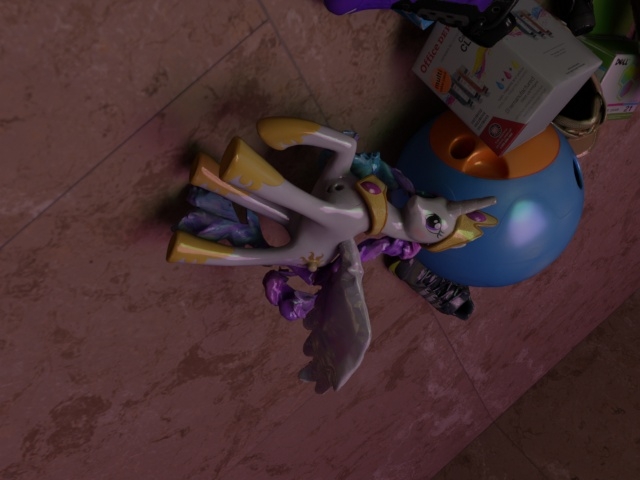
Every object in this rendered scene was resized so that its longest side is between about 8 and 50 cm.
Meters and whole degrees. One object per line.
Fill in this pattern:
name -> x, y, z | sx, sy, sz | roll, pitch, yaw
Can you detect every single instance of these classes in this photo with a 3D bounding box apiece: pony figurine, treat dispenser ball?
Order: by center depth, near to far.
pony figurine -> 0.000, 0.000, 0.845 | 0.363, 0.303, 0.351 | 16, 142, -25
treat dispenser ball -> 0.253, -0.071, 1.009 | 0.288, 0.288, 0.288 | -27, 143, -23

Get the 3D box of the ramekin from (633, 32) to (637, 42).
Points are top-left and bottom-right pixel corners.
ramekin -> 0.713, -0.405, 1.276 | 0.207, 0.109, 0.207 | -26, 143, -22

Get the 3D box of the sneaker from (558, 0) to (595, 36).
sneaker -> 0.405, -0.375, 1.037 | 0.051, 0.089, 0.170 | -14, -173, 15

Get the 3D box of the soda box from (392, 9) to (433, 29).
soda box -> 0.179, -0.365, 0.816 | 0.210, 0.067, 0.071 | -41, 146, -5

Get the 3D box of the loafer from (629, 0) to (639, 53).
loafer -> 0.592, -0.333, 1.107 | 0.133, 0.366, 0.130 | -15, -175, -3

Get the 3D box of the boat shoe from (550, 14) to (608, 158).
boat shoe -> 0.391, -0.208, 1.040 | 0.121, 0.110, 0.341 | -36, 144, 15

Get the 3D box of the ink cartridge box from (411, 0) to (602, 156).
ink cartridge box -> 0.235, -0.228, 0.844 | 0.127, 0.176, 0.128 | -30, 161, -35

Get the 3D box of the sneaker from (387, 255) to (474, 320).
sneaker -> 0.236, 0.078, 1.300 | 0.111, 0.121, 0.300 | -49, 145, 7

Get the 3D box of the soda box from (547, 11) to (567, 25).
soda box -> 0.294, -0.331, 0.977 | 0.183, 0.058, 0.063 | 0, 127, -46

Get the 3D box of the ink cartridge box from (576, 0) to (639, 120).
ink cartridge box -> 0.541, -0.351, 1.172 | 0.188, 0.097, 0.255 | -12, 135, -37

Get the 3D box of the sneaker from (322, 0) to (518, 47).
sneaker -> 0.143, -0.271, 0.701 | 0.146, 0.293, 0.102 | 67, 31, -21
